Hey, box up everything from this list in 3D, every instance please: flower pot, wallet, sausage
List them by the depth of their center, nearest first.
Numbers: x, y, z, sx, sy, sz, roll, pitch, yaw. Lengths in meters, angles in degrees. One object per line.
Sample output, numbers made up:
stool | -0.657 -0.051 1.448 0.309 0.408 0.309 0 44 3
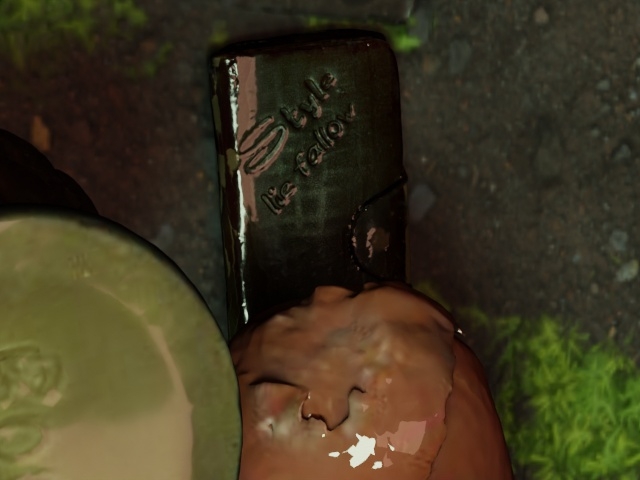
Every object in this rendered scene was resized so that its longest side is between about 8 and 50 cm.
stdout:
flower pot | -0.176 0.067 0.799 0.266 0.267 0.267 -3 96 -30
sausage | 0.031 0.138 0.968 0.152 0.152 0.280 -36 137 -22
wallet | 0.000 0.000 1.028 0.122 0.031 0.232 -10 101 -30
